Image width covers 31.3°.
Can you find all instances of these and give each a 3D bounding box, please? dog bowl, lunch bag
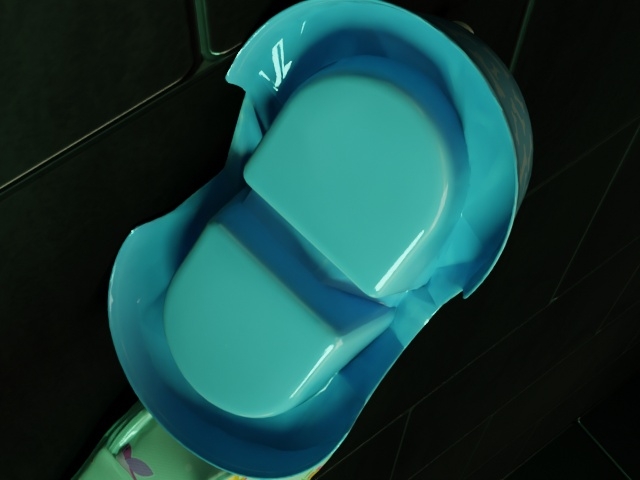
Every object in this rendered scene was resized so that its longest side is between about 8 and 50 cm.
[{"bbox_3d":[0.000,0.000,0.619,0.297,0.166,0.074,-54,167,33],"label":"dog bowl"},{"bbox_3d":[-0.105,0.206,0.926,0.224,0.108,0.279,-19,152,-51],"label":"lunch bag"}]

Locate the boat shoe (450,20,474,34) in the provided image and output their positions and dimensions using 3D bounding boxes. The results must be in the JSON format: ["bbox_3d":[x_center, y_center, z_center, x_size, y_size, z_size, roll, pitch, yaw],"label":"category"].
[{"bbox_3d":[0.048,-0.100,0.667,0.100,0.035,0.035,-32,162,-5],"label":"boat shoe"}]
